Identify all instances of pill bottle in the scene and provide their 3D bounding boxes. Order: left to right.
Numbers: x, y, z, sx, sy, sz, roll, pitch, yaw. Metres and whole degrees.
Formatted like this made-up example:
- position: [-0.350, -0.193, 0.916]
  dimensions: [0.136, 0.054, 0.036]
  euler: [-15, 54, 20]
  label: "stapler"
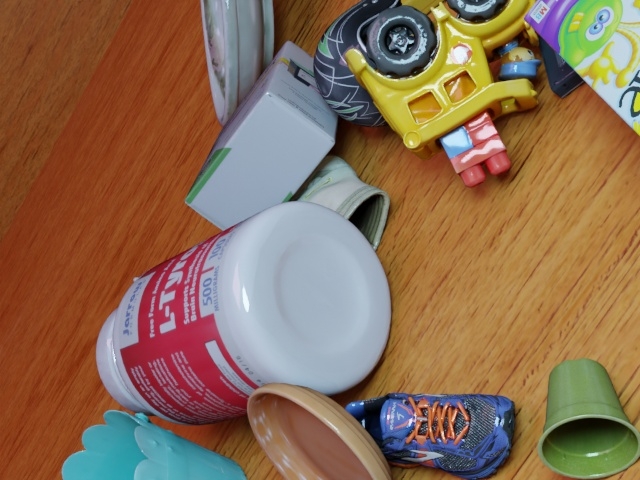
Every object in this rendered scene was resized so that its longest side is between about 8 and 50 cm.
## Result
- position: [-0.121, 0.113, 1.178]
  dimensions: [0.407, 0.229, 0.229]
  euler: [-24, 49, 48]
  label: "pill bottle"

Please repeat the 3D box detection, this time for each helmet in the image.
- position: [0.070, -0.229, 1.208]
  dimensions: [0.162, 0.169, 0.169]
  euler: [-54, 28, -13]
  label: "helmet"

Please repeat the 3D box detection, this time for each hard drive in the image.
- position: [0.297, -0.228, 0.987]
  dimensions: [0.135, 0.022, 0.094]
  euler: [-39, 38, 38]
  label: "hard drive"

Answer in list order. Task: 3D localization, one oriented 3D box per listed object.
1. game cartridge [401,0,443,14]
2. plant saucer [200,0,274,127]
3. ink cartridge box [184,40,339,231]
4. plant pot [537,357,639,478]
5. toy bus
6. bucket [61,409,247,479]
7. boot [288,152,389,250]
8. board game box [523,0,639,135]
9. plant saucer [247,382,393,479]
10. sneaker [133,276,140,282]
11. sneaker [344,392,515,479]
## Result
- position: [0.219, -0.505, 1.299]
  dimensions: [0.285, 0.052, 0.324]
  euler: [-30, 46, 44]
  label: "game cartridge"
- position: [-0.148, -0.405, 1.643]
  dimensions: [0.400, 0.100, 0.401]
  euler: [173, 90, -79]
  label: "plant saucer"
- position: [-0.072, -0.149, 1.331]
  dimensions: [0.201, 0.117, 0.278]
  euler: [-50, 13, 23]
  label: "ink cartridge box"
- position: [0.222, 0.145, 0.780]
  dimensions: [0.083, 0.083, 0.079]
  euler: [-43, 24, 32]
  label: "plant pot"
- position: [0.169, -0.175, 1.019]
  dimensions: [0.220, 0.149, 0.211]
  euler: [-31, 79, 11]
  label: "toy bus"
- position: [-0.231, 0.377, 1.202]
  dimensions: [0.281, 0.183, 0.281]
  euler: [-37, 39, 38]
  label: "bucket"
- position: [0.000, 0.000, 1.233]
  dimensions: [0.213, 0.077, 0.165]
  euler: [-59, 33, 8]
  label: "boot"
- position: [0.317, -0.158, 0.784]
  dimensions: [0.144, 0.142, 0.275]
  euler: [-51, 32, 22]
  label: "board game box"
- position: [0.005, 0.225, 0.969]
  dimensions: [0.037, 0.200, 0.200]
  euler: [-40, 17, -32]
  label: "plant saucer"
- position: [-0.283, 0.092, 1.637]
  dimensions: [0.175, 0.064, 0.068]
  euler: [-15, 76, 59]
  label: "sneaker"
- position: [0.103, 0.189, 0.915]
  dimensions: [0.221, 0.087, 0.083]
  euler: [-21, 51, 50]
  label: "sneaker"
